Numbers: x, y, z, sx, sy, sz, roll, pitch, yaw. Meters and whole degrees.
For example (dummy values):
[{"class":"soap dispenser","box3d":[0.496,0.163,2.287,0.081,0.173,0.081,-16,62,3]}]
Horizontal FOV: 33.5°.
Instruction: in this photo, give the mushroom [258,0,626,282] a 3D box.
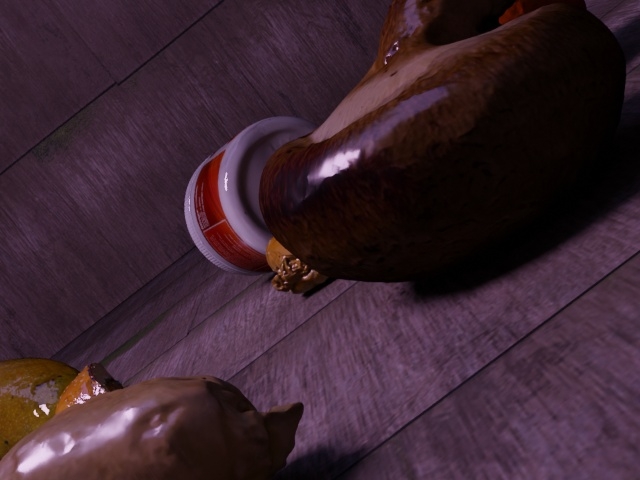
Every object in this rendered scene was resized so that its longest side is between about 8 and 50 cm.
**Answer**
[{"class":"mushroom","box3d":[0.102,-0.083,0.913,0.345,0.239,0.345,-49,-9,-11]}]

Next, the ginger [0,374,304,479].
[{"class":"ginger","box3d":[-0.131,0.170,0.706,0.267,0.152,0.138,-42,-22,3]}]

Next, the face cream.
[{"class":"face cream","box3d":[-0.073,-0.059,1.511,0.201,0.201,0.187,-41,8,-25]}]

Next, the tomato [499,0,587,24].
[{"class":"tomato","box3d":[0.197,-0.214,1.270,0.259,0.180,0.260,-40,7,6]}]

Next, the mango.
[{"class":"mango","box3d":[-0.448,0.254,1.549,0.329,0.177,0.175,-30,-30,35]}]

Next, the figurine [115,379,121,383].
[{"class":"figurine","box3d":[-0.322,0.226,1.567,0.060,0.047,0.106,-62,23,-13]}]

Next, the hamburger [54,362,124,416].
[{"class":"hamburger","box3d":[-0.301,0.214,1.367,0.102,0.087,0.176,-36,10,-9]}]

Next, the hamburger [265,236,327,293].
[{"class":"hamburger","box3d":[0.000,0.000,1.283,0.138,0.083,0.147,-39,4,22]}]
